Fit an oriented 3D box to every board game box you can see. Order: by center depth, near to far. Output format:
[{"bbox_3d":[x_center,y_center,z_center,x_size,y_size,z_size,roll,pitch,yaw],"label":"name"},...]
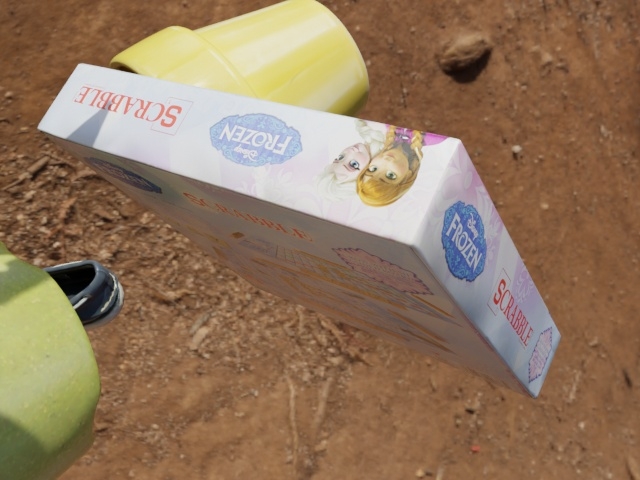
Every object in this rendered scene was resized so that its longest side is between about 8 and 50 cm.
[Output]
[{"bbox_3d":[0.000,0.000,0.553,0.066,0.318,0.318,-64,146,-12],"label":"board game box"}]

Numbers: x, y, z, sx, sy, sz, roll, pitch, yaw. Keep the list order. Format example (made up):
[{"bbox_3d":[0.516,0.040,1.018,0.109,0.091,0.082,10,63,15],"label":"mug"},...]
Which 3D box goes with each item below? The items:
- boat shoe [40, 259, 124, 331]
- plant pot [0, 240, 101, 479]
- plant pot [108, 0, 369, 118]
[{"bbox_3d":[-0.349,0.083,0.782,0.079,0.254,0.095,79,-3,-59],"label":"boat shoe"},{"bbox_3d":[-0.287,0.117,0.428,0.254,0.276,0.276,-27,108,-52],"label":"plant pot"},{"bbox_3d":[-0.081,-0.161,0.852,0.239,0.254,0.254,-38,116,-20],"label":"plant pot"}]
